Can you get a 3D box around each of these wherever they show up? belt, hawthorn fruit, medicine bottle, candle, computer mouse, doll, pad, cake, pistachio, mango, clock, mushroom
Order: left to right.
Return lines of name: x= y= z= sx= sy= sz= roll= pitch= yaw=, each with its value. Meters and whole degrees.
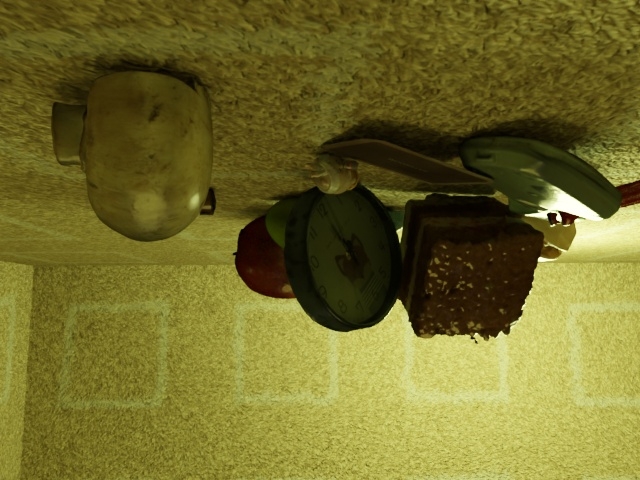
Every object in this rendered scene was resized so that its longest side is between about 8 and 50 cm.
mushroom: x=-0.237 y=-0.093 z=0.695 sx=0.195 sy=0.189 sz=0.254 roll=-1 pitch=170 yaw=-15
belt: x=-0.259 y=-0.086 z=1.241 sx=0.036 sy=0.059 sz=0.083 roll=1 pitch=172 yaw=-4
hawthorn fruit: x=-0.132 y=0.042 z=1.552 sx=0.300 sy=0.254 sz=0.254 roll=-1 pitch=174 yaw=37
mango: x=-0.007 y=-0.022 z=1.322 sx=0.273 sy=0.149 sz=0.185 roll=23 pitch=150 yaw=3
doll: x=0.027 y=-0.121 z=0.955 sx=0.084 sy=0.073 sz=0.127 roll=-20 pitch=169 yaw=29
clock: x=0.059 y=0.032 z=1.157 sx=0.067 sy=0.325 sz=0.325 roll=-12 pitch=166 yaw=42
pad: x=0.146 y=-0.127 z=0.910 sx=0.266 sy=0.002 sz=0.176 roll=13 pitch=178 yaw=-29
cake: x=0.313 y=0.044 z=1.235 sx=0.256 sy=0.282 sz=0.290 roll=1 pitch=-153 yaw=-10
pistachio: x=0.590 y=-0.026 z=1.471 sx=0.229 sy=0.157 sz=0.157 roll=11 pitch=168 yaw=-30
computer mouse: x=0.378 y=-0.114 z=0.921 sx=0.331 sy=0.095 sz=0.197 roll=20 pitch=175 yaw=-40
medicine bottle: x=0.519 y=-0.085 z=1.188 sx=0.229 sy=0.083 sz=0.121 roll=5 pitch=168 yaw=-41
candle: x=0.597 y=-0.092 z=1.030 sx=0.329 sy=0.051 sz=0.048 roll=-17 pitch=143 yaw=15

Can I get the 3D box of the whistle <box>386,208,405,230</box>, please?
whistle: x=0.136 y=-0.052 z=1.458 sx=0.269 sy=0.093 sz=0.180 roll=-4 pitch=-179 yaw=-22
